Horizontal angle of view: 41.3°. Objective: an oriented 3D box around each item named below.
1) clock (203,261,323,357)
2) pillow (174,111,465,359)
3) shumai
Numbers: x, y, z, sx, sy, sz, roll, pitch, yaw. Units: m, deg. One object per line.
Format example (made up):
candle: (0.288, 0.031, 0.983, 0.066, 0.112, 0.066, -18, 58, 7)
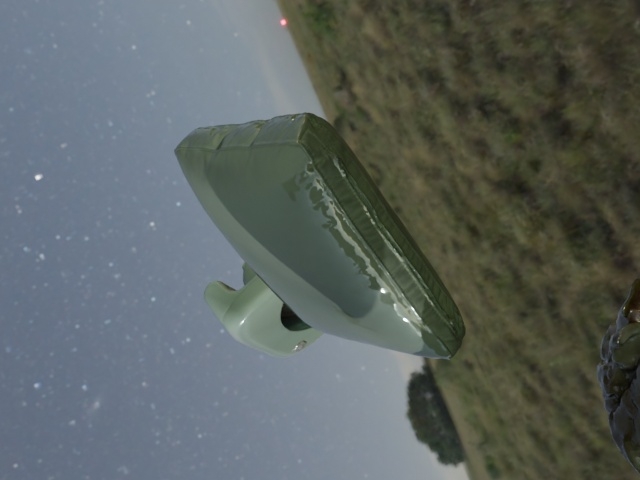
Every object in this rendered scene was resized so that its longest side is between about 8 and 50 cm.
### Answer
clock: (-0.015, 0.044, 1.401, 0.108, 0.324, 0.265, 46, -178, 29)
pillow: (0.000, 0.000, 0.934, 0.255, 0.120, 0.322, 2, 138, 51)
shumai: (0.361, 0.147, 0.885, 0.185, 0.184, 0.218, 26, -122, -38)
